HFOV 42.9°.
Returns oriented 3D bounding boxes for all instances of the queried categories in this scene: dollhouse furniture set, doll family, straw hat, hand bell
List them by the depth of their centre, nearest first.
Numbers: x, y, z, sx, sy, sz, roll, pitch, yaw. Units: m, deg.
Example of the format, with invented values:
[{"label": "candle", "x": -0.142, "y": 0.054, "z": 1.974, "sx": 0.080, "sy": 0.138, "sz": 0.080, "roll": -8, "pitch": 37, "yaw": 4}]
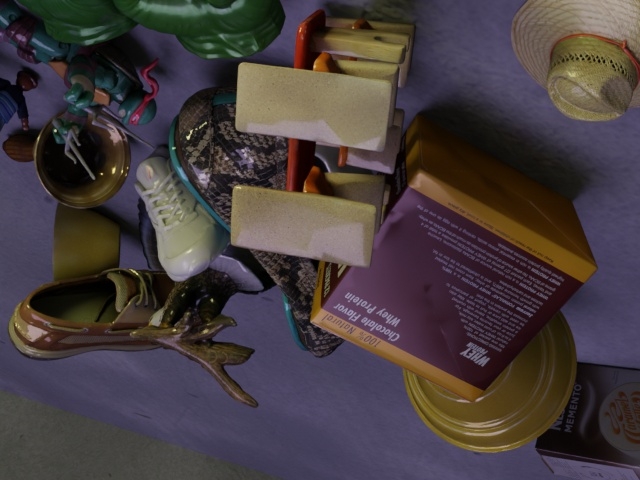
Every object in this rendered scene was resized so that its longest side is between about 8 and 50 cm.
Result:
[{"label": "dollhouse furniture set", "x": -0.006, "y": -0.139, "z": 0.585, "sx": 0.135, "sy": 0.262, "sz": 0.259, "roll": 8, "pitch": 113, "yaw": 6}, {"label": "straw hat", "x": 0.210, "y": -0.126, "z": 0.633, "sx": 0.145, "sy": 0.061, "sz": 0.144, "roll": 18, "pitch": 153, "yaw": 9}, {"label": "doll family", "x": -0.403, "y": -0.195, "z": 0.932, "sx": 0.076, "sy": 0.111, "sz": 0.193, "roll": 13, "pitch": 148, "yaw": 22}, {"label": "hand bell", "x": -0.366, "y": -0.120, "z": 1.082, "sx": 0.242, "sy": 0.126, "sz": 0.126, "roll": 13, "pitch": 156, "yaw": 47}]

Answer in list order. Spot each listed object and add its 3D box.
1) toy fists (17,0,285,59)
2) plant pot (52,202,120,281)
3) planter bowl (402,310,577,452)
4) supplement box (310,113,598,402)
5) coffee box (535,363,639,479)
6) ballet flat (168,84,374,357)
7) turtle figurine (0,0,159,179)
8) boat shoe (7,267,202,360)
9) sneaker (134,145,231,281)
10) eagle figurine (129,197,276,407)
[{"label": "toy fists", "x": -0.168, "y": -0.231, "z": 0.691, "sx": 0.279, "sy": 0.096, "sz": 0.142, "roll": 12, "pitch": 151, "yaw": 24}, {"label": "plant pot", "x": -0.364, "y": 0.008, "z": 1.282, "sx": 0.095, "sy": 0.134, "sz": 0.134, "roll": 1, "pitch": 157, "yaw": -12}, {"label": "planter bowl", "x": 0.181, "y": 0.135, "z": 0.954, "sx": 0.217, "sy": 0.217, "sz": 0.090, "roll": 6, "pitch": 167, "yaw": 30}, {"label": "supplement box", "x": 0.123, "y": 0.020, "z": 0.804, "sx": 0.191, "sy": 0.129, "sz": 0.194, "roll": 28, "pitch": 119, "yaw": -11}, {"label": "coffee box", "x": 0.433, "y": 0.258, "z": 1.098, "sx": 0.247, "sy": 0.141, "sz": 0.098, "roll": 1, "pitch": 147, "yaw": 35}, {"label": "ballet flat", "x": 0.000, "y": 0.000, "z": 0.957, "sx": 0.182, "sy": 0.164, "sz": 0.482, "roll": -9, "pitch": 143, "yaw": 15}, {"label": "turtle figurine", "x": -0.258, "y": -0.167, "z": 0.854, "sx": 0.234, "sy": 0.118, "sz": 0.175, "roll": 37, "pitch": 155, "yaw": -4}, {"label": "boat shoe", "x": -0.306, "y": 0.103, "z": 1.256, "sx": 0.324, "sy": 0.122, "sz": 0.120, "roll": -12, "pitch": 153, "yaw": -32}, {"label": "sneaker", "x": -0.179, "y": -0.039, "z": 0.967, "sx": 0.115, "sy": 0.090, "sz": 0.232, "roll": 55, "pitch": -179, "yaw": -32}, {"label": "eagle figurine", "x": -0.170, "y": 0.061, "z": 1.138, "sx": 0.225, "sy": 0.298, "sz": 0.226, "roll": -8, "pitch": 121, "yaw": 7}]
